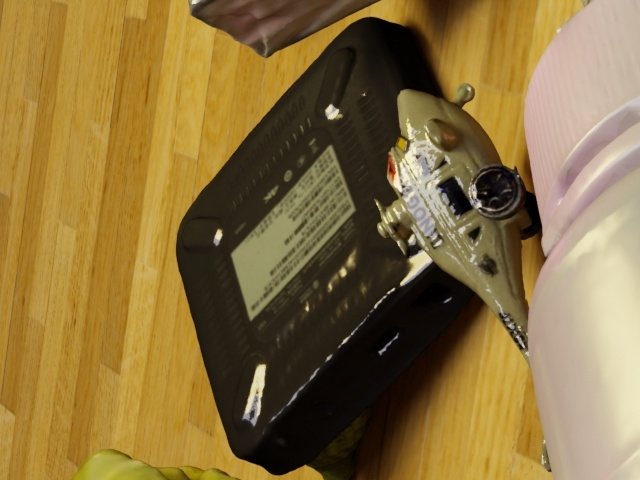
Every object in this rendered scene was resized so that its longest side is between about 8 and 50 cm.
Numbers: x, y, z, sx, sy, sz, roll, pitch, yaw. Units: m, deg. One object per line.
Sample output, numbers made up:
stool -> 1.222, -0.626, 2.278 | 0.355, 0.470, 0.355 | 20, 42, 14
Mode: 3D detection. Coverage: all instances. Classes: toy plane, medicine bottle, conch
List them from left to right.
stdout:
conch -> 0.006, 0.149, 1.575 | 0.089, 0.074, 0.121 | -105, 9, -60
toy plane -> 0.115, 0.020, 1.319 | 0.108, 0.092, 0.286 | -31, 74, 8
medicine bottle -> 0.228, 0.038, 0.945 | 0.256, 0.256, 0.325 | 123, 151, -43

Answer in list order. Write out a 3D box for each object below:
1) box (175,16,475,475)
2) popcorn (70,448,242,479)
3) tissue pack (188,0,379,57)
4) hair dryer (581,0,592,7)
box -> 0.000, 0.000, 1.528 | 0.290, 0.073, 0.289 | -47, 42, 28
popcorn -> -0.100, 0.309, 1.488 | 0.312, 0.312, 0.312 | -17, 71, 61
tissue pack -> 0.008, -0.372, 1.463 | 0.288, 0.124, 0.394 | -27, 59, 26
hair dryer -> 0.275, -0.241, 1.099 | 0.357, 0.108, 0.173 | -50, 44, 35
